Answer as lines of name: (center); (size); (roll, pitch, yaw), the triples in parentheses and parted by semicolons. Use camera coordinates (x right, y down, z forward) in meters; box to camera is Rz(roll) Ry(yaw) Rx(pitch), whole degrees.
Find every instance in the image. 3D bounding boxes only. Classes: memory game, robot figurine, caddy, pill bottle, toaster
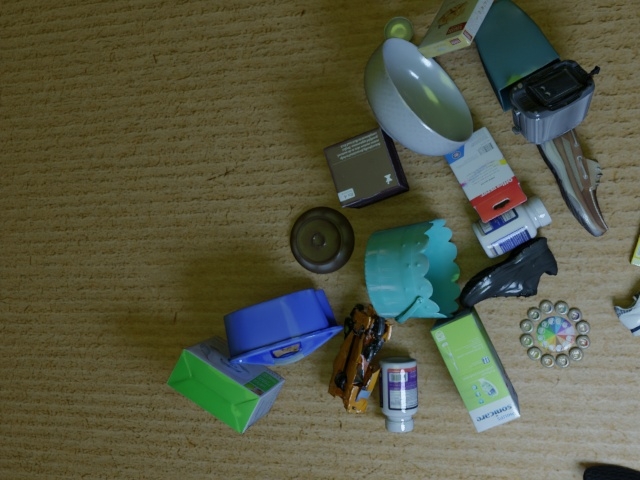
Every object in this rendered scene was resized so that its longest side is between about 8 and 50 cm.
memory game: (0.632, 0.255, 1.803); (0.186, 0.012, 0.186); (0, 91, 15)
robot figurine: (0.112, 0.320, 1.872); (0.085, 0.211, 0.291); (18, 93, -25)
caddy: (-0.107, 0.259, 1.887); (0.341, 0.241, 0.179); (-18, 80, 13)
pill bottle: (0.509, -0.040, 1.779); (0.186, 0.112, 0.112); (-29, 84, 14)
toaster: (0.580, -0.343, 1.668); (0.226, 0.146, 0.129); (-29, 60, -2)
pill bottle: (0.218, 0.429, 1.869); (0.108, 0.108, 0.194); (-1, 91, 15)

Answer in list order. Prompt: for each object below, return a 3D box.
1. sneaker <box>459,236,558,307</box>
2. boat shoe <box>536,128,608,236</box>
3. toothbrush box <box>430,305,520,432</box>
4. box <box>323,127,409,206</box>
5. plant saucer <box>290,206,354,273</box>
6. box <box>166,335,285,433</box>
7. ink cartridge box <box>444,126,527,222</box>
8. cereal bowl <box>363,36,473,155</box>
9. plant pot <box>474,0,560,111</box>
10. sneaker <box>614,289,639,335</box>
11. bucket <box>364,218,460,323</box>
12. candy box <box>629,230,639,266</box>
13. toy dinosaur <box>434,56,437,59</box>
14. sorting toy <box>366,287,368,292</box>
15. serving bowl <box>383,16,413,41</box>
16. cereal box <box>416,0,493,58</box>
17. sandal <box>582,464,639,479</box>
sneaker: (0.503, 0.109, 1.771); (0.286, 0.109, 0.130); (-32, 91, 2)
boat shoe: (0.671, -0.168, 1.730); (0.116, 0.123, 0.325); (-26, 86, 12)
toothbrush box: (0.409, 0.329, 1.765); (0.122, 0.206, 0.283); (-25, 84, 14)
box: (0.130, -0.192, 1.832); (0.168, 0.203, 0.167); (-19, 86, 14)
plant saucer: (0.000, 0.000, 1.958); (0.198, 0.036, 0.199); (0, 90, 16)
box: (-0.268, 0.411, 1.937); (0.261, 0.231, 0.127); (30, 99, 13)
ink cartridge box: (0.442, -0.170, 1.793); (0.134, 0.078, 0.231); (-29, 74, 14)
cereal bowl: (0.236, -0.355, 1.751); (0.141, 0.339, 0.339); (-38, 81, 36)
plant pot: (0.494, -0.497, 1.752); (0.165, 0.165, 0.234); (-29, 72, 14)
sneaker: (0.870, 0.144, 1.702); (0.235, 0.090, 0.095); (-38, 72, 11)
bucket: (0.246, 0.083, 1.773); (0.183, 0.281, 0.282); (-7, 89, 27)
candy box: (0.881, -0.023, 1.721); (0.105, 0.027, 0.206); (17, 96, 12)
toy dinosaur: (0.279, -0.512, 1.857); (0.082, 0.090, 0.047); (-18, 68, -16)
sorting toy: (0.174, 0.109, 1.907); (0.083, 0.044, 0.075); (-13, 74, 42)
serving bowl: (0.222, -0.586, 1.888); (0.083, 0.027, 0.084); (0, 91, 15)
cereal box: (0.366, -0.592, 1.743); (0.047, 0.173, 0.240); (37, 72, -26)
sandal: (0.879, 0.700, 1.675); (0.445, 0.167, 0.107); (17, 113, 14)
